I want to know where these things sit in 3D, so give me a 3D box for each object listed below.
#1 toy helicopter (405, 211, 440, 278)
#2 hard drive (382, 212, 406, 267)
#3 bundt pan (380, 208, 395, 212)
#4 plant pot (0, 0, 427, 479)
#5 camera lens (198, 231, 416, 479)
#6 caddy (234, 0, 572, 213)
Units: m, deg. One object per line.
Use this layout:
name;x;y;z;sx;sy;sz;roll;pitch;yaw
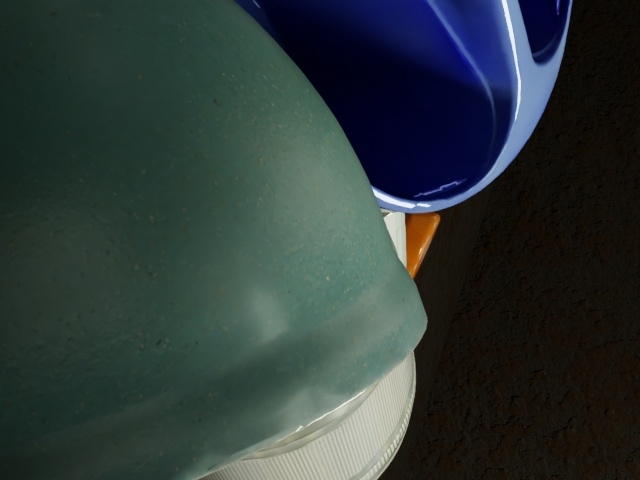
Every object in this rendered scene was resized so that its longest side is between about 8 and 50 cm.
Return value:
toy helicopter;-0.005;0.099;1.628;0.235;0.140;0.355;83;33;-81
hard drive;0.000;0.000;1.318;0.040;0.203;0.307;-34;151;-17
bundt pan;-0.025;-0.171;0.949;0.330;0.124;0.331;-8;101;-46
plant pot;-0.124;-0.020;0.602;0.293;0.293;0.196;-42;118;-69
camera lens;-0.043;0.079;1.117;0.274;0.219;0.219;76;30;-65
caddy;0.006;-0.168;0.763;0.341;0.179;0.241;49;63;-40
